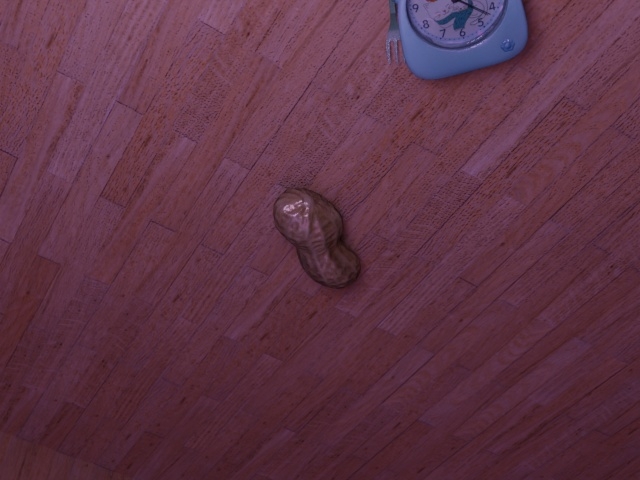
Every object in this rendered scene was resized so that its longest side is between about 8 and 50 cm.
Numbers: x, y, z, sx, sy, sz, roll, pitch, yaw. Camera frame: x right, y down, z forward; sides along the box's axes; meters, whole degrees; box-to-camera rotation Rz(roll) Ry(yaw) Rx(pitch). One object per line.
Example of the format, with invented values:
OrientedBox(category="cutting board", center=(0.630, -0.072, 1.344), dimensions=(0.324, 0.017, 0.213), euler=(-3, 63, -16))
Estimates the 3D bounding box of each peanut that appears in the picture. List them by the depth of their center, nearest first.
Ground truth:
OrientedBox(category="peanut", center=(0.000, 0.000, 1.738), dimensions=(0.136, 0.120, 0.298), euler=(-13, 131, 20))

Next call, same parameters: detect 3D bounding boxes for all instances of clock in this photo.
OrientedBox(category="clock", center=(0.239, -0.431, 1.381), dimensions=(0.224, 0.094, 0.274), euler=(-11, 127, 12))

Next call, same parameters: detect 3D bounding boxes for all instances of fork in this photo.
OrientedBox(category="fork", center=(0.132, -0.434, 1.429), dimensions=(0.039, 0.021, 0.235), euler=(-7, 128, 3))
